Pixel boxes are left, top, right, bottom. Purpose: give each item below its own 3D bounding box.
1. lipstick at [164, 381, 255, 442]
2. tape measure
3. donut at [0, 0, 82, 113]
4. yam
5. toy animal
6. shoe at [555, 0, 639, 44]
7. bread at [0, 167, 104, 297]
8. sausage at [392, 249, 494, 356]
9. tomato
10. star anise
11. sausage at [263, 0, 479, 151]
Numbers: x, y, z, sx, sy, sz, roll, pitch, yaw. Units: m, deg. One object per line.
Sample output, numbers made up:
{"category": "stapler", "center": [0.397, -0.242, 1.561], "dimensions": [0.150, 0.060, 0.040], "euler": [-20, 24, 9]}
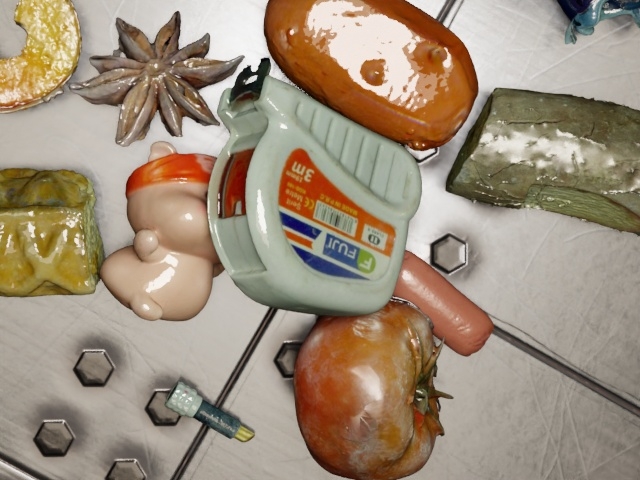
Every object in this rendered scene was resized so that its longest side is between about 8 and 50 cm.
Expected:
{"category": "lipstick", "center": [-0.132, 0.214, 1.719], "dimensions": [0.116, 0.037, 0.037], "euler": [33, 93, -9]}
{"category": "tape measure", "center": [-0.017, -0.041, 1.582], "dimensions": [0.243, 0.125, 0.246], "euler": [25, 72, -32]}
{"category": "donut", "center": [-0.361, -0.218, 1.649], "dimensions": [0.181, 0.078, 0.146], "euler": [-28, 97, -6]}
{"category": "yam", "center": [0.285, -0.097, 1.656], "dimensions": [0.254, 0.154, 0.154], "euler": [13, 95, 0]}
{"category": "toy animal", "center": [-0.162, -0.007, 1.635], "dimensions": [0.171, 0.171, 0.197], "euler": [23, 94, -4]}
{"category": "shoe", "center": [0.373, -0.294, 1.658], "dimensions": [0.207, 0.091, 0.106], "euler": [-18, 80, 4]}
{"category": "bread", "center": [-0.388, -0.010, 1.638], "dimensions": [0.268, 0.130, 0.152], "euler": [0, 56, -2]}
{"category": "sausage", "center": [0.137, 0.074, 1.703], "dimensions": [0.154, 0.062, 0.062], "euler": [40, 92, -6]}
{"category": "tomato", "center": [0.054, 0.188, 1.643], "dimensions": [0.181, 0.155, 0.214], "euler": [-6, 108, 13]}
{"category": "star anise", "center": [-0.185, -0.180, 1.640], "dimensions": [0.182, 0.065, 0.195], "euler": [22, 61, 15]}
{"category": "sausage", "center": [0.056, -0.212, 1.633], "dimensions": [0.268, 0.141, 0.153], "euler": [31, 93, -4]}
